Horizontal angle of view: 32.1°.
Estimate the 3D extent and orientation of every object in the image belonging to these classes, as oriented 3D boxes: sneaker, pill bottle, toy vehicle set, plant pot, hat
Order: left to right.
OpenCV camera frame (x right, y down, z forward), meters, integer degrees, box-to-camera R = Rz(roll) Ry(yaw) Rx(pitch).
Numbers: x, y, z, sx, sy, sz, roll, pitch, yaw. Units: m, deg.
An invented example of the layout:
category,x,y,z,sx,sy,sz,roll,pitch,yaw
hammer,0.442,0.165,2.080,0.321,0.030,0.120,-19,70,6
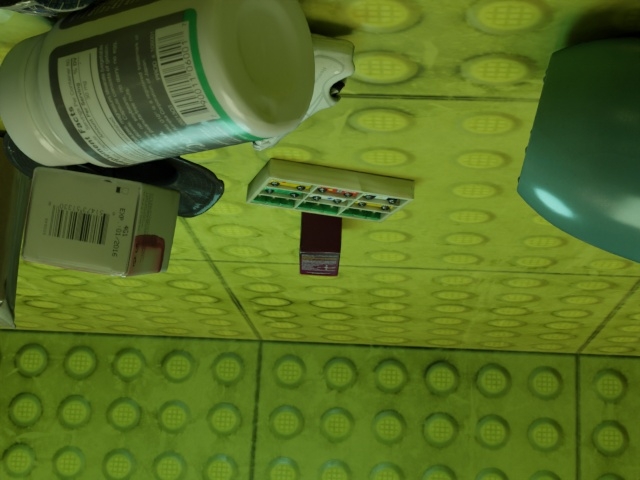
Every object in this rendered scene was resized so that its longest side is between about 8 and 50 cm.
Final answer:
category,x,y,z,sx,sy,sz,roll,pitch,yaw
sneaker,-0.323,-0.293,1.329,0.135,0.052,0.058,6,176,18
hat,-0.297,-0.152,1.667,0.331,0.134,0.331,10,160,4
pill bottle,-0.205,-0.198,1.341,0.361,0.204,0.204,-7,162,34
sneaker,-0.032,-0.197,1.509,0.118,0.110,0.292,-2,166,-14
toy vehicle set,0.015,-0.087,2.003,0.267,0.035,0.166,8,164,-15
plant pot,0.378,-0.121,1.384,0.235,0.293,0.293,15,166,9

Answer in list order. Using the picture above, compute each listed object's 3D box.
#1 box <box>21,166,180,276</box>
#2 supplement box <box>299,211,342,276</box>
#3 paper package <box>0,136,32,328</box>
category,x,y,z,sx,sy,sz,roll,pitch,yaw
box,-0.295,-0.024,1.531,0.149,0.126,0.232,9,180,5
supplement box,0.000,0.000,2.190,0.081,0.104,0.188,3,165,0
paper package,-0.659,-0.027,1.849,0.325,0.309,0.168,5,160,-7
